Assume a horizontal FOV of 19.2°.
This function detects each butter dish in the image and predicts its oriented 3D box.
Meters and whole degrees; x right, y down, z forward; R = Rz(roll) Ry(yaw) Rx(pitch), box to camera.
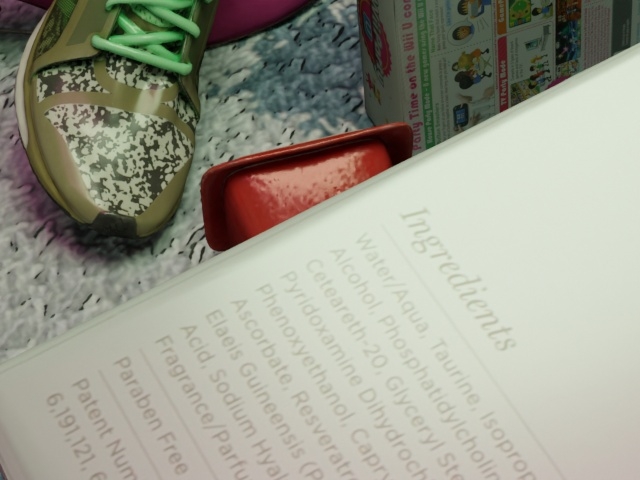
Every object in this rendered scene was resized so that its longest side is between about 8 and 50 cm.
[{"bbox_3d":[0.000,0.000,1.394,0.160,0.160,0.118,-13,67,-6],"label":"butter dish"}]

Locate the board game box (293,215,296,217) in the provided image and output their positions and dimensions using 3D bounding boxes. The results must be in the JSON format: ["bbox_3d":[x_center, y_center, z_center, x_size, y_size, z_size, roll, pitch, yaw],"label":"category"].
[{"bbox_3d":[0.222,0.047,1.195,0.390,0.050,0.390,-28,56,-6],"label":"board game box"}]

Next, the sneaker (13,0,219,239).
[{"bbox_3d":[-0.137,-0.204,1.497,0.158,0.182,0.410,13,67,-17],"label":"sneaker"}]

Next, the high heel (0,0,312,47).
[{"bbox_3d":[-0.181,-0.260,1.629,0.377,0.181,0.127,-7,45,-7],"label":"high heel"}]

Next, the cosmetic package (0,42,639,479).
[{"bbox_3d":[0.102,0.173,0.901,0.393,0.329,0.327,-27,57,-11],"label":"cosmetic package"}]

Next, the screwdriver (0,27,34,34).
[{"bbox_3d":[-0.298,-0.192,1.698,0.170,0.025,0.024,2,45,10],"label":"screwdriver"}]

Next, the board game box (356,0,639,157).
[{"bbox_3d":[0.183,-0.205,1.503,0.303,0.224,0.097,-18,46,-12],"label":"board game box"}]
